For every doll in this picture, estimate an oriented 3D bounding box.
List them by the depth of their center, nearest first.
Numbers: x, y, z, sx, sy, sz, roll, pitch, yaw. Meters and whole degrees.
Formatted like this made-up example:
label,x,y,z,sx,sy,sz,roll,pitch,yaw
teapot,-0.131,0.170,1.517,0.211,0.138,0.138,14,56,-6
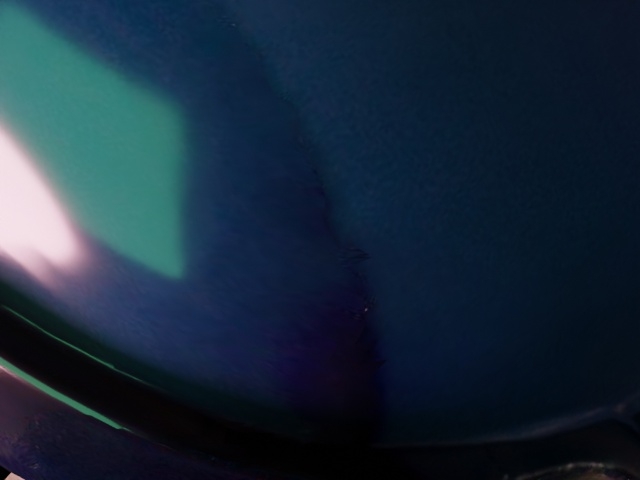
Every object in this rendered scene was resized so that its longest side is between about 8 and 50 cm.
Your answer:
label,x,y,z,sx,sy,sz,roll,pitch,yaw
doll,0.018,-0.067,0.444,0.284,0.310,0.240,42,150,16

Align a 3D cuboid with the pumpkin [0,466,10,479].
label,x,y,z,sx,sy,sz,roll,pitch,yaw
pumpkin,-0.319,-0.037,0.957,0.454,0.344,0.454,41,150,30
